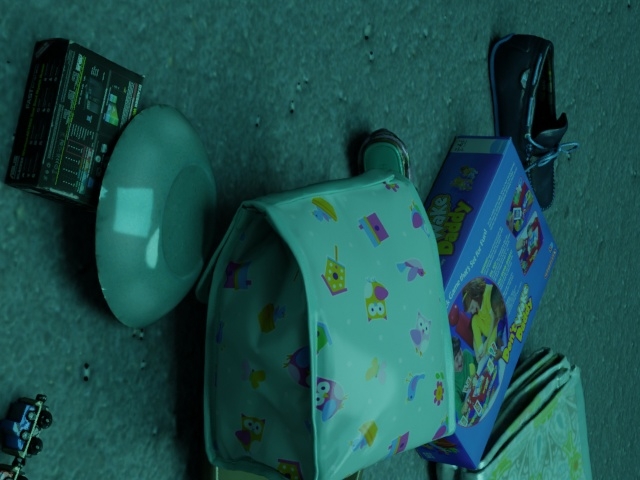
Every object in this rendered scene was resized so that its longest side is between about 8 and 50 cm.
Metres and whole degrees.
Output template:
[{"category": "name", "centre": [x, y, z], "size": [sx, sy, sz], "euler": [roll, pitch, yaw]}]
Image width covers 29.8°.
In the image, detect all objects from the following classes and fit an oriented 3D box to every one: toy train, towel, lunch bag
[{"category": "toy train", "centre": [-0.248, 0.193, 0.931], "size": [0.036, 0.027, 0.158], "euler": [32, 68, -41]}, {"category": "towel", "centre": [0.277, 0.378, 1.682], "size": [0.320, 0.090, 0.375], "euler": [-34, 122, -45]}, {"category": "lunch bag", "centre": [0.008, 0.071, 1.111], "size": [0.223, 0.160, 0.262], "euler": [-13, 104, -47]}]

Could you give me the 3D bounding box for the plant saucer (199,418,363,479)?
[{"category": "plant saucer", "centre": [-0.035, 0.204, 1.234], "size": [0.278, 0.041, 0.278], "euler": [-9, 101, -55]}]

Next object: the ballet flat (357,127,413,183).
[{"category": "ballet flat", "centre": [0.083, -0.020, 1.363], "size": [0.079, 0.076, 0.222], "euler": [-49, 135, -68]}]

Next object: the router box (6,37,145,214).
[{"category": "router box", "centre": [-0.194, -0.089, 0.963], "size": [0.092, 0.038, 0.123], "euler": [23, 76, -54]}]

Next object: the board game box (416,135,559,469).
[{"category": "board game box", "centre": [0.183, 0.074, 1.507], "size": [0.347, 0.078, 0.233], "euler": [-63, 140, -30]}]

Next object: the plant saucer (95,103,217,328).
[{"category": "plant saucer", "centre": [-0.127, -0.018, 1.032], "size": [0.195, 0.037, 0.195], "euler": [8, 90, -71]}]

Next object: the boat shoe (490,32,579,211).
[{"category": "boat shoe", "centre": [0.289, -0.149, 1.627], "size": [0.109, 0.089, 0.258], "euler": [-49, 132, -41]}]
